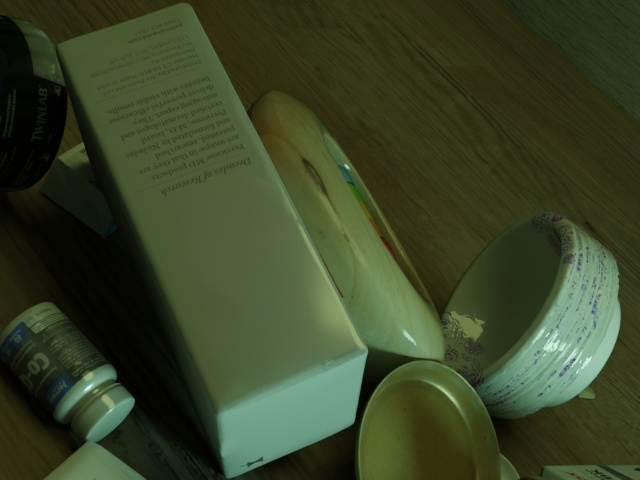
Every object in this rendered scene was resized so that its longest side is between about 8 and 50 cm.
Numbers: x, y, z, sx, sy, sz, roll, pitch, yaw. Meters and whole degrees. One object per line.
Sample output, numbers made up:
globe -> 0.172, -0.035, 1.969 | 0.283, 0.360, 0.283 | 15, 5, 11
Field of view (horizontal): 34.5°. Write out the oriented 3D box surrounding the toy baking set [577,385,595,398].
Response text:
toy baking set -> 0.324, 0.167, 1.619 | 0.256, 0.030, 0.196 | 44, 31, 15

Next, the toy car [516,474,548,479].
toy car -> 0.197, 0.355, 1.122 | 0.188, 0.155, 0.149 | -18, 91, -30

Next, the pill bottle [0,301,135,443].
pill bottle -> -0.256, 0.135, 1.041 | 0.137, 0.078, 0.078 | 43, 31, 14

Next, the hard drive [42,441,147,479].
hard drive -> -0.171, 0.281, 0.851 | 0.203, 0.040, 0.307 | 36, 9, 2

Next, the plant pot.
plant pot -> 0.121, 0.258, 1.195 | 0.236, 0.032, 0.237 | 14, 68, -39

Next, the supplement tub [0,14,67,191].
supplement tub -> -0.467, -0.160, 1.118 | 0.338, 0.207, 0.207 | 1, 44, -44

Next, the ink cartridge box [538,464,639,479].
ink cartridge box -> 0.412, 0.367, 1.272 | 0.272, 0.114, 0.197 | 8, 10, -37

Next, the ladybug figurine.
ladybug figurine -> 0.000, 0.000, 1.346 | 0.449, 0.161, 0.305 | 62, 10, 26

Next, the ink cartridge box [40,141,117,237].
ink cartridge box -> -0.268, -0.087, 1.356 | 0.104, 0.062, 0.181 | 37, 31, 2

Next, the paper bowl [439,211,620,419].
paper bowl -> 0.294, 0.113, 1.415 | 0.148, 0.284, 0.284 | 32, 30, -15

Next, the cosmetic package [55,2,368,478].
cosmetic package -> -0.122, -0.003, 1.112 | 0.161, 0.230, 0.453 | -21, 66, -13

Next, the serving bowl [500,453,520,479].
serving bowl -> 0.216, 0.305, 1.322 | 0.083, 0.027, 0.083 | 25, 31, -16
